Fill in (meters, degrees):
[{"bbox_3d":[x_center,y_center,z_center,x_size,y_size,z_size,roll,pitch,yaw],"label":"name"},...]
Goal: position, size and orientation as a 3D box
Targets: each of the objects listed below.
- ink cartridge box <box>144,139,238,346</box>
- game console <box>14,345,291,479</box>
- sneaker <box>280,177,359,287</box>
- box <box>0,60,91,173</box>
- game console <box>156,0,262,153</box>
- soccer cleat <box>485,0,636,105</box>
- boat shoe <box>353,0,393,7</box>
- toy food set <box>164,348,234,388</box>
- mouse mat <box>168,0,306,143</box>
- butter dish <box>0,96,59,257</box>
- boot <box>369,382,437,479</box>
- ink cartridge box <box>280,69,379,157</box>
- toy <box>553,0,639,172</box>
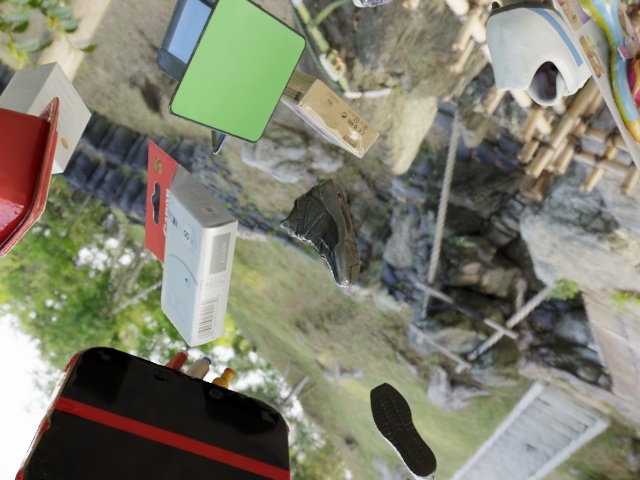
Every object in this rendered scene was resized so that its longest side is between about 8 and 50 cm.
[{"bbox_3d":[-0.330,-0.003,1.582,0.091,0.308,0.385,-16,-139,-36],"label":"ink cartridge box"},{"bbox_3d":[-0.220,0.313,1.068,0.386,0.060,0.342,22,-158,-13],"label":"game console"},{"bbox_3d":[0.000,0.000,1.416,0.087,0.130,0.228,28,-137,-61],"label":"sneaker"},{"bbox_3d":[-0.516,-0.222,1.317,0.091,0.171,0.130,-7,136,16],"label":"box"},{"bbox_3d":[-0.246,-0.382,1.535,0.250,0.173,0.293,33,135,-4],"label":"game console"},{"bbox_3d":[0.355,-0.268,1.054,0.331,0.143,0.116,-7,-175,-39],"label":"soccer cleat"},{"bbox_3d":[0.087,-0.450,1.049,0.064,0.206,0.075,13,-159,32],"label":"boat shoe"},{"bbox_3d":[-0.312,0.313,1.592,0.232,0.104,0.111,-15,115,35],"label":"toy food set"},{"bbox_3d":[-0.092,-0.197,0.842,0.007,0.153,0.189,32,-170,26],"label":"mouse mat"},{"bbox_3d":[-0.338,-0.063,0.693,0.118,0.160,0.160,24,136,-36],"label":"butter dish"},{"bbox_3d":[0.161,0.390,1.415,0.137,0.076,0.198,71,174,-59],"label":"boot"},{"bbox_3d":[0.012,-0.329,1.845,0.234,0.088,0.193,35,-178,-30],"label":"ink cartridge box"},{"bbox_3d":[0.312,-0.159,0.680,0.056,0.137,0.237,-25,100,48],"label":"toy"}]
